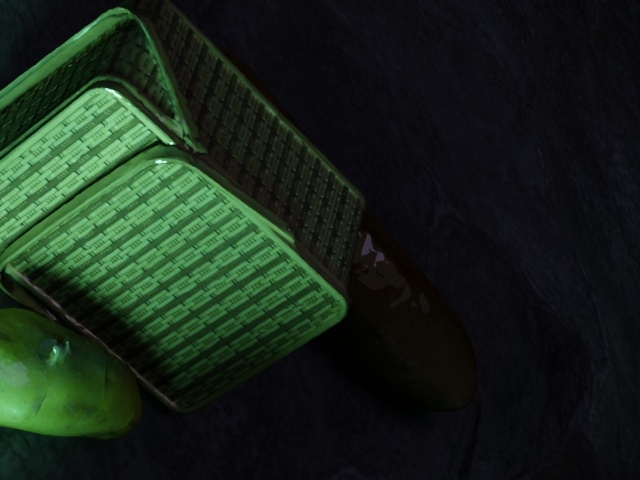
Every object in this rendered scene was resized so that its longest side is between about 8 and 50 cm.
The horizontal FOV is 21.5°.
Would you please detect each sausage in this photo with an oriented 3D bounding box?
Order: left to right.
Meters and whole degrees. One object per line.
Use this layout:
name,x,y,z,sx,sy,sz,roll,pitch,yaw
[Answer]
sausage,0.001,0.001,1.729,0.501,0.123,0.136,49,4,-15

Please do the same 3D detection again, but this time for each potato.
potato,-0.217,0.113,1.369,0.188,0.085,0.105,29,44,-45

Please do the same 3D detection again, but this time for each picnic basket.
picnic basket,-0.142,-0.027,1.457,0.313,0.228,0.175,44,32,-23
